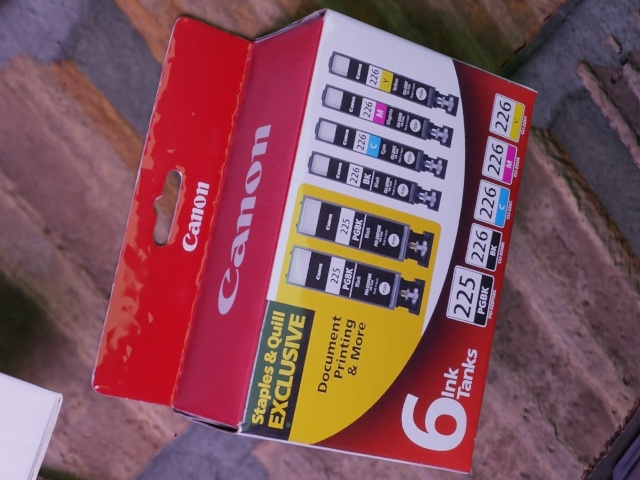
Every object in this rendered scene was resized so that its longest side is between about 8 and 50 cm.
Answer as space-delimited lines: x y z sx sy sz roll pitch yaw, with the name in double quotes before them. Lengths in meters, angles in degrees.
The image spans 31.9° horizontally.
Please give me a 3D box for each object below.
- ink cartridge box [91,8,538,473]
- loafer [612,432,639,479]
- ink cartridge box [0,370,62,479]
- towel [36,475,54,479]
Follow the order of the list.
"ink cartridge box" 0.000 0.000 0.857 0.272 0.130 0.309 15 81 -28
"loafer" 0.291 0.293 1.034 0.109 0.095 0.302 45 70 -24
"ink cartridge box" -0.248 0.099 0.681 0.127 0.175 0.072 25 76 -28
"towel" -0.118 0.269 0.715 0.187 0.282 0.049 26 109 -28
